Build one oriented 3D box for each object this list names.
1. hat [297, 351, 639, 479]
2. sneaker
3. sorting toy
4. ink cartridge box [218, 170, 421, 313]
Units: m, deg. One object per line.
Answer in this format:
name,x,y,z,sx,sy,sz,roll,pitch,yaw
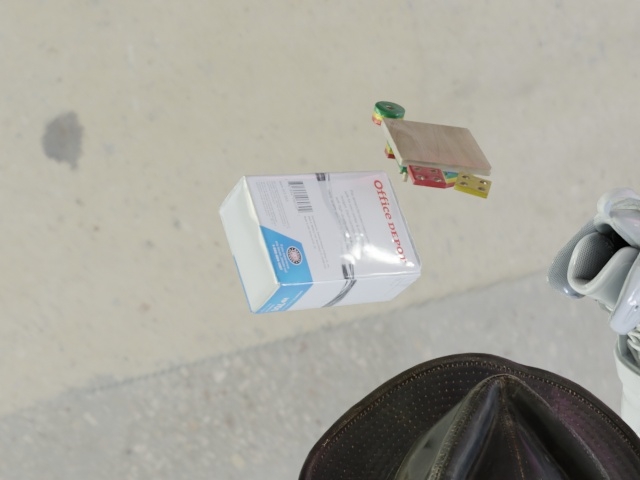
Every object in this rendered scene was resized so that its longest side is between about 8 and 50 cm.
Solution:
hat,0.127,0.190,1.048,0.331,0.134,0.331,1,50,-1
sneaker,0.345,0.099,1.608,0.137,0.210,0.366,39,124,53
sorting toy,0.158,-0.112,2.060,0.132,0.046,0.274,6,28,-15
ink cartridge box,0.000,0.000,1.668,0.190,0.082,0.140,-3,63,-33
